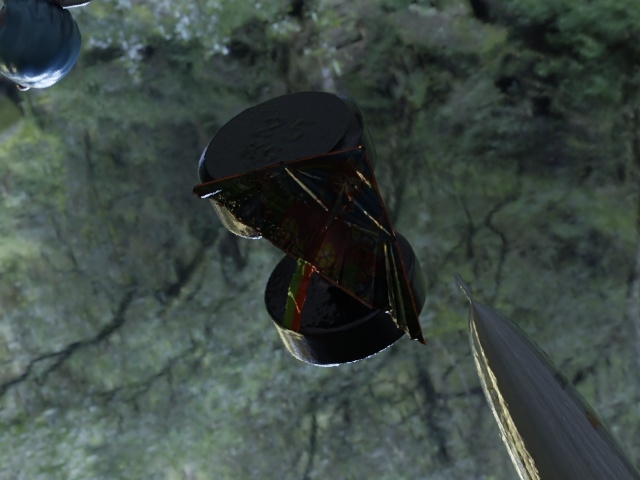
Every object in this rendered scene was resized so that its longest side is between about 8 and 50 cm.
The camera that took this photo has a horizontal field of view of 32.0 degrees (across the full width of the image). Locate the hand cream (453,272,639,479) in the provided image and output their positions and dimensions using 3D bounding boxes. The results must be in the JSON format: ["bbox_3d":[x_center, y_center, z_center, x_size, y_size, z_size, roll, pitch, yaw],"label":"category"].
[{"bbox_3d":[0.178,0.160,0.833,0.089,0.314,0.140,-33,176,5],"label":"hand cream"}]

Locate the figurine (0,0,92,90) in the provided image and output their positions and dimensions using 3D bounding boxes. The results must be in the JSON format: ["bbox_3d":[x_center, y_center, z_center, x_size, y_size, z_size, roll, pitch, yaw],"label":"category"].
[{"bbox_3d":[-0.277,-0.284,1.185,0.260,0.103,0.205,-56,164,-1],"label":"figurine"}]

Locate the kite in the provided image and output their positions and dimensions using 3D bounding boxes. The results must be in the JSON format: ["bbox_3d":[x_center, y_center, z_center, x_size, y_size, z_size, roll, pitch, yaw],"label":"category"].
[{"bbox_3d":[0.000,0.000,0.730,0.010,0.190,0.159,-42,164,-53],"label":"kite"}]

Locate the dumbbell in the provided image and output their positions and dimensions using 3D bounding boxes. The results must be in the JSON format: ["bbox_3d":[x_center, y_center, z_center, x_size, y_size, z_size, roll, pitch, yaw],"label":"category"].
[{"bbox_3d":[-0.003,-0.010,1.013,0.152,0.218,0.152,-15,-143,12],"label":"dumbbell"}]
